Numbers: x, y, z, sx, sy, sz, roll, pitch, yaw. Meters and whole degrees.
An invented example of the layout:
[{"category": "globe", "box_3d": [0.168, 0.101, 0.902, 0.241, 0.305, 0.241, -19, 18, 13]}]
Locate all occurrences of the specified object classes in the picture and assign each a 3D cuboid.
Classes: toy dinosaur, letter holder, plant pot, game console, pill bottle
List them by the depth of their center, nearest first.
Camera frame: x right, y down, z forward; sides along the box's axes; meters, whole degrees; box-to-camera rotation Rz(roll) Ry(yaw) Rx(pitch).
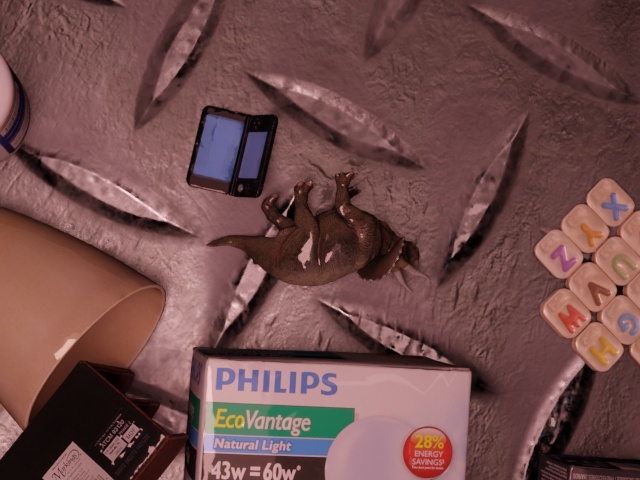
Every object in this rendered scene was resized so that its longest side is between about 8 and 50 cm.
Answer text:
[{"category": "letter holder", "box_3d": [-0.317, 0.325, 1.484, 0.152, 0.214, 0.302, 38, 88, 13]}, {"category": "pill bottle", "box_3d": [-0.462, -0.175, 1.485, 0.153, 0.265, 0.153, 1, 86, -8]}, {"category": "plant pot", "box_3d": [-0.393, 0.078, 1.511, 0.274, 0.256, 0.256, 38, 83, 13]}, {"category": "toy dinosaur", "box_3d": [0.000, 0.000, 1.606, 0.313, 0.121, 0.160, -7, 75, -11]}, {"category": "game console", "box_3d": [-0.126, -0.128, 1.623, 0.071, 0.107, 0.122, 15, 85, -34]}]

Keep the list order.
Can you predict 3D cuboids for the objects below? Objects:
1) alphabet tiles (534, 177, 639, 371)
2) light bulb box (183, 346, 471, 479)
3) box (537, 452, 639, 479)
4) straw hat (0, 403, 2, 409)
[{"category": "alphabet tiles", "box_3d": [0.469, 0.056, 1.709, 0.284, 0.021, 0.278, -44, 93, -7]}, {"category": "light bulb box", "box_3d": [-0.003, 0.333, 1.526, 0.358, 0.225, 0.361, 3, 87, -12]}, {"category": "box", "box_3d": [0.399, 0.450, 1.618, 0.165, 0.143, 0.270, 5, 87, -6]}, {"category": "straw hat", "box_3d": [-0.512, 0.220, 1.560, 0.144, 0.061, 0.144, 0, 87, -6]}]
